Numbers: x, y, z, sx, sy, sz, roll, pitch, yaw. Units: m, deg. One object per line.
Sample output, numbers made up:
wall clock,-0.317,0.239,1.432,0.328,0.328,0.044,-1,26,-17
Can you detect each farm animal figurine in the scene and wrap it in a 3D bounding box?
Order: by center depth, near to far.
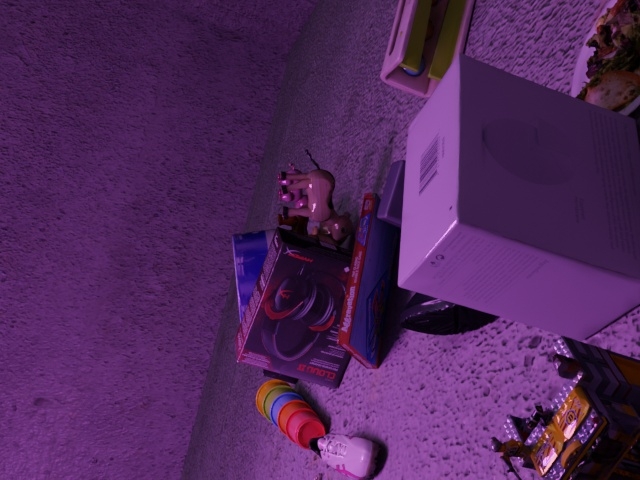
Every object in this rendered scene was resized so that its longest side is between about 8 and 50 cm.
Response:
farm animal figurine,0.000,0.000,1.721,0.330,0.172,0.327,108,158,-76

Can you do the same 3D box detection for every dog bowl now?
dog bowl,-0.133,0.110,1.721,0.265,0.104,0.265,175,90,-85

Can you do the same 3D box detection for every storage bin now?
storage bin,0.160,-0.076,1.348,0.098,0.091,0.135,-176,103,-76

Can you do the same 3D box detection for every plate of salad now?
plate of salad,0.347,-0.228,0.902,0.200,0.048,0.200,-162,90,-77

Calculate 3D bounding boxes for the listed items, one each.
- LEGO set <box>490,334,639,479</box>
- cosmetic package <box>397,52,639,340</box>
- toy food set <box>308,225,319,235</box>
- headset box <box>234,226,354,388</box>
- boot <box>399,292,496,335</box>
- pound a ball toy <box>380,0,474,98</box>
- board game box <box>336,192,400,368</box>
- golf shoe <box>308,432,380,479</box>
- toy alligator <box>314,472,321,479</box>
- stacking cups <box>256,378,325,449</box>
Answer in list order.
LEGO set,0.206,0.235,0.570,0.255,0.192,0.331,-92,24,-54
cosmetic package,0.214,-0.043,0.820,0.138,0.224,0.224,122,160,-53
toy food set,-0.025,0.005,2.108,0.083,0.020,0.083,147,139,-68
headset box,-0.032,0.150,1.547,0.110,0.218,0.293,-115,46,-70
boot,0.202,0.008,1.065,0.246,0.094,0.207,-38,40,55
pound a ball toy,0.179,-0.463,1.511,0.135,0.208,0.319,151,135,-70
board game box,0.090,0.073,1.382,0.145,0.027,0.282,46,-130,-53
golf shoe,0.037,0.360,1.297,0.186,0.085,0.068,147,140,-67
toy alligator,-0.018,0.492,1.413,0.190,0.051,0.056,-101,32,-63
stacking cups,-0.068,0.371,1.661,0.316,0.096,0.096,180,107,-76
